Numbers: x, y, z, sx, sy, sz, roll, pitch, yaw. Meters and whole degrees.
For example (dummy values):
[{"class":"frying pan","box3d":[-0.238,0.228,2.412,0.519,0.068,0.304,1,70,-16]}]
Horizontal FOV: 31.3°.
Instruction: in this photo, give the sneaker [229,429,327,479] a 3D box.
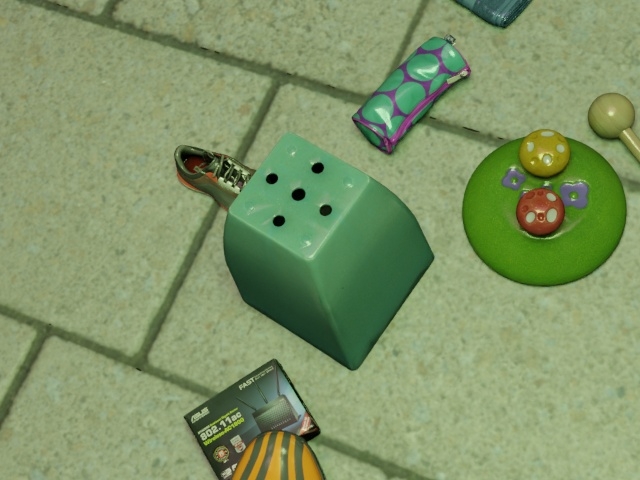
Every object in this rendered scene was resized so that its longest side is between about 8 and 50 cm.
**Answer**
[{"class":"sneaker","box3d":[-0.055,0.336,1.096,0.125,0.180,0.321,3,73,5]}]

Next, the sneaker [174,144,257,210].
[{"class":"sneaker","box3d":[-0.110,-0.070,1.349,0.158,0.065,0.061,20,73,18]}]

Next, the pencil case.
[{"class":"pencil case","box3d":[0.109,-0.173,1.349,0.151,0.064,0.070,-46,51,-8]}]

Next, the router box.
[{"class":"router box","box3d":[-0.074,0.200,1.246,0.122,0.038,0.092,-33,65,-3]}]

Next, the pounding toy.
[{"class":"pounding toy","box3d":[0.267,-0.064,1.249,0.237,0.110,0.183,-27,66,0]}]

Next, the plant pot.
[{"class":"plant pot","box3d":[0.000,0.000,1.207,0.166,0.234,0.165,31,77,20]}]

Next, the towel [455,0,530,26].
[{"class":"towel","box3d":[0.197,-0.312,1.408,0.119,0.029,0.067,39,79,22]}]
